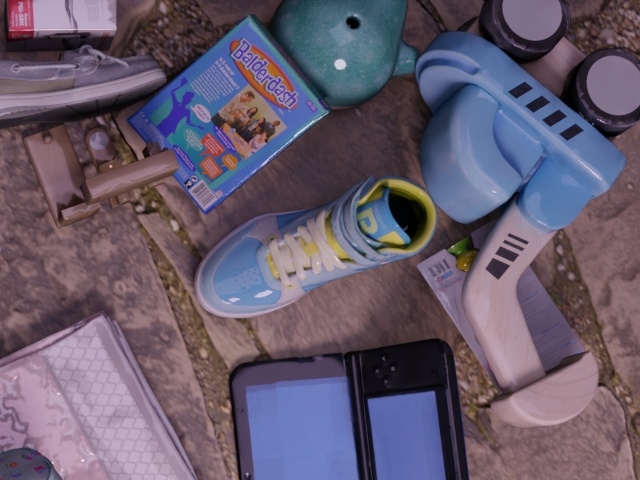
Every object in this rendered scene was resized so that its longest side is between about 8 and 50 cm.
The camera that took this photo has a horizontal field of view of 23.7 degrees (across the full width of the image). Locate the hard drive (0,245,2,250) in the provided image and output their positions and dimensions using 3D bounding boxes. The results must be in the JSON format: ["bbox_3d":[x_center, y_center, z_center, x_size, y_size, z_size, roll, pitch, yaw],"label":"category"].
[{"bbox_3d":[-0.549,0.126,1.786,0.233,0.047,0.353,22,87,-2],"label":"hard drive"}]

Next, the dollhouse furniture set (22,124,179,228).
[{"bbox_3d":[-0.273,-0.108,1.888,0.144,0.151,0.123,-21,87,-17],"label":"dollhouse furniture set"}]

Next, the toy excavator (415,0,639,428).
[{"bbox_3d":[0.248,-0.043,1.962,0.433,0.222,0.445,40,74,-4],"label":"toy excavator"}]

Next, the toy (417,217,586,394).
[{"bbox_3d":[0.241,0.104,2.027,0.137,0.056,0.237,-30,83,-18],"label":"toy"}]

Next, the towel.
[{"bbox_3d":[-0.323,0.294,1.865,0.317,0.053,0.332,-29,88,-16],"label":"towel"}]

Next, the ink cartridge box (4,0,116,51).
[{"bbox_3d":[-0.328,-0.277,1.926,0.135,0.099,0.056,-3,82,-13],"label":"ink cartridge box"}]

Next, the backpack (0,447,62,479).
[{"bbox_3d":[-0.375,0.320,1.743,0.182,0.152,0.115,-23,131,-28],"label":"backpack"}]

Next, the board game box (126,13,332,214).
[{"bbox_3d":[-0.115,-0.160,1.941,0.210,0.047,0.160,-38,92,13],"label":"board game box"}]

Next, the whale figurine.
[{"bbox_3d":[0.054,-0.301,2.001,0.216,0.141,0.272,41,74,-4],"label":"whale figurine"}]

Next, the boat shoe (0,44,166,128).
[{"bbox_3d":[-0.354,-0.201,1.903,0.320,0.118,0.103,-9,86,-7],"label":"boat shoe"}]

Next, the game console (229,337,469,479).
[{"bbox_3d":[0.039,0.281,1.899,0.173,0.250,0.293,-1,81,-41],"label":"game console"}]

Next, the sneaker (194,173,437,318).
[{"bbox_3d":[0.000,0.000,1.907,0.319,0.208,0.127,-24,89,-15],"label":"sneaker"}]
